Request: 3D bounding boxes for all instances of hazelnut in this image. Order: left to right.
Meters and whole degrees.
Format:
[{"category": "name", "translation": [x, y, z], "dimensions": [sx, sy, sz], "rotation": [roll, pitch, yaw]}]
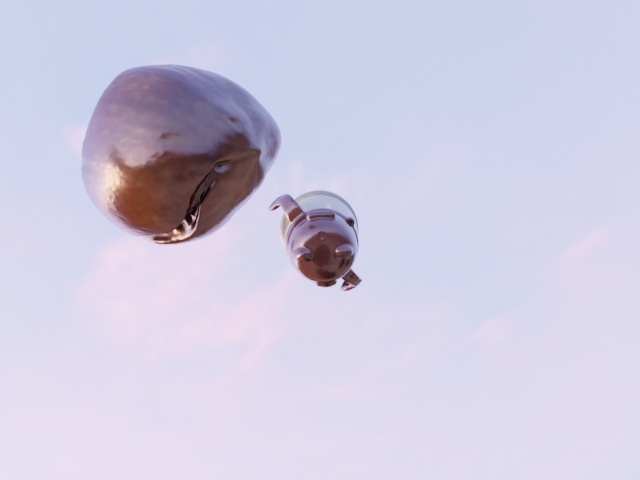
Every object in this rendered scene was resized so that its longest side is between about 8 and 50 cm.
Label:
[{"category": "hazelnut", "translation": [-0.160, -0.109, 1.387], "dimensions": [0.234, 0.218, 0.218], "rotation": [-49, -7, -44]}]

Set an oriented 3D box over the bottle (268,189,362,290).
[{"category": "bottle", "translation": [-0.002, -0.001, 0.674], "dimensions": [0.063, 0.101, 0.047], "rotation": [22, -82, -4]}]
